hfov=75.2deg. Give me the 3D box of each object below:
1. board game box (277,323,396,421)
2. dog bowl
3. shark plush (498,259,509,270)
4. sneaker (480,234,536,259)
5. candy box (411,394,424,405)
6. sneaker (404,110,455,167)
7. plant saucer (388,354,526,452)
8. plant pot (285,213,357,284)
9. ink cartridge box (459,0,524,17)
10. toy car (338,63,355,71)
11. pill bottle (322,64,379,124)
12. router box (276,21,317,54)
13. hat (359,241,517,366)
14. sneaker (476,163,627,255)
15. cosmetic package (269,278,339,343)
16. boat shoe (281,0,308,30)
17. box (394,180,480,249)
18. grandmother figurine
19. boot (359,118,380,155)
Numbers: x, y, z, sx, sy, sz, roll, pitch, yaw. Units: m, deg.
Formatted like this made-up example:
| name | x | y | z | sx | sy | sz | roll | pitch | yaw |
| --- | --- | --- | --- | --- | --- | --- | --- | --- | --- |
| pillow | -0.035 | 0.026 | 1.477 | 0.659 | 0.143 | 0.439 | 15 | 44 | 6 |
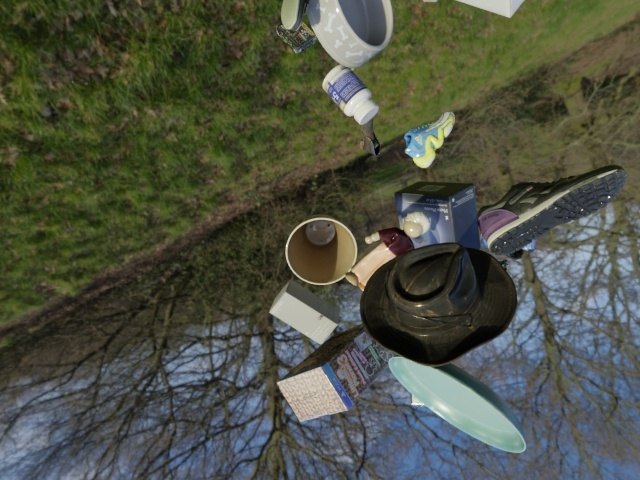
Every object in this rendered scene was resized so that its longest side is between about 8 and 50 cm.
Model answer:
| name | x | y | z | sx | sy | sz | roll | pitch | yaw |
| --- | --- | --- | --- | --- | --- | --- | --- | --- | --- |
| board game box | 0.054 | 0.404 | 1.307 | 0.232 | 0.141 | 0.291 | -35 | 175 | 42 |
| dog bowl | 0.103 | -0.734 | 1.303 | 0.102 | 0.348 | 0.349 | -5 | -177 | 45 |
| shark plush | 0.754 | 0.113 | 1.762 | 0.067 | 0.073 | 0.161 | 27 | -164 | 10 |
| sneaker | 0.864 | 0.017 | 1.937 | 0.130 | 0.147 | 0.330 | 4 | 174 | -14 |
| candy box | 0.383 | 0.477 | 1.541 | 0.071 | 0.233 | 0.159 | -4 | 171 | 25 |
| sneaker | 0.371 | -0.374 | 1.436 | 0.126 | 0.240 | 0.091 | 31 | 162 | -5 |
| plant saucer | 0.297 | 0.344 | 0.916 | 0.043 | 0.317 | 0.318 | -50 | -170 | -22 |
| plant pot | 0.000 | 0.000 | 1.616 | 0.257 | 0.256 | 0.274 | -14 | -162 | 3 |
| ink cartridge box | 0.469 | -0.744 | 1.026 | 0.307 | 0.223 | 0.129 | -51 | 150 | 2 |
| toy car | 0.116 | -0.899 | 1.913 | 0.149 | 0.188 | 0.155 | -33 | 175 | 18 |
| pill bottle | 0.105 | -0.485 | 1.390 | 0.112 | 0.186 | 0.112 | -38 | 170 | -8 |
| router box | -0.086 | -0.747 | 1.506 | 0.092 | 0.122 | 0.038 | -39 | 171 | -13 |
| hat | 0.233 | 0.084 | 0.864 | 0.332 | 0.331 | 0.133 | -11 | 131 | 10 |
| sneaker | 0.459 | -0.092 | 0.861 | 0.283 | 0.124 | 0.107 | -31 | 136 | 23 |
| cosmetic package | -0.059 | 0.270 | 1.581 | 0.127 | 0.238 | 0.107 | -55 | -169 | 26 |
| boat shoe | -0.064 | -0.685 | 1.182 | 0.069 | 0.227 | 0.081 | 16 | 155 | -40 |
| box | 0.501 | -0.086 | 1.787 | 0.183 | 0.293 | 0.296 | -26 | -157 | -31 |
| grandmother figurine | 0.249 | 0.036 | 1.445 | 0.208 | 0.104 | 0.342 | 33 | 104 | -37 |
| boot | 0.258 | -0.512 | 2.044 | 0.082 | 0.106 | 0.219 | -42 | 158 | -21 |
